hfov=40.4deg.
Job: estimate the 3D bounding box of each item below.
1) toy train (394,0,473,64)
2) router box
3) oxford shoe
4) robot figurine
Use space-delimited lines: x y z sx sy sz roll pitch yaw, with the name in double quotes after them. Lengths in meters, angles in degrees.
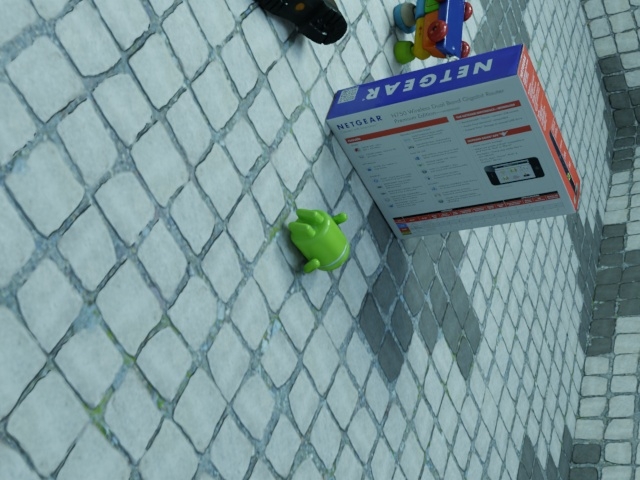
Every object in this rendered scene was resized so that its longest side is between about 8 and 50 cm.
0.205 -0.371 1.686 0.105 0.143 0.248 25 66 -46 "toy train"
0.226 -0.149 1.452 0.301 0.335 0.082 56 39 -37 "router box"
-0.051 -0.390 1.319 0.227 0.082 0.096 36 30 -49 "oxford shoe"
0.000 0.000 1.290 0.115 0.067 0.101 51 59 -42 "robot figurine"
